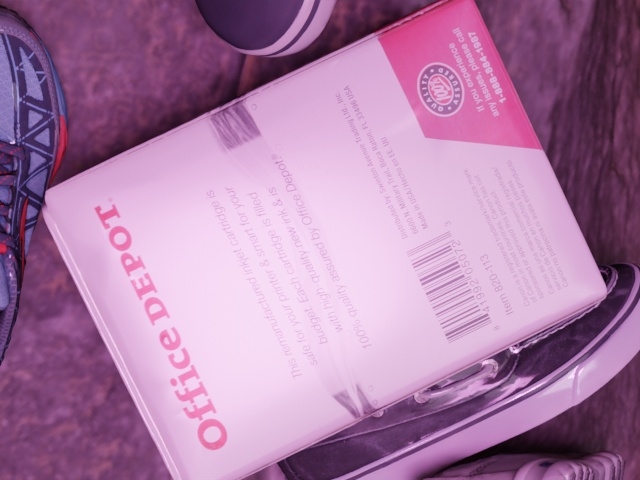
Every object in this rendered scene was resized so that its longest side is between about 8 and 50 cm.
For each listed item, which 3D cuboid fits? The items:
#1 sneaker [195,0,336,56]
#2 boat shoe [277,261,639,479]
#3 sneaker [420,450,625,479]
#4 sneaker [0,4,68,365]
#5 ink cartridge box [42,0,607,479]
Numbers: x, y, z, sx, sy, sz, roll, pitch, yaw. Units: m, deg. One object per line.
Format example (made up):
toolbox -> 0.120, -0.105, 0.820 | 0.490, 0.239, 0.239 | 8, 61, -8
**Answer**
sneaker -> -0.063, -0.255, 0.667 | 0.127, 0.126, 0.321 | -17, 110, -47
boat shoe -> 0.096, 0.082, 0.900 | 0.301, 0.108, 0.102 | -28, 111, 5
sneaker -> 0.152, 0.191, 0.927 | 0.281, 0.115, 0.105 | 40, 62, -62
sneaker -> -0.203, -0.007, 0.753 | 0.104, 0.125, 0.262 | 6, 105, -22
ink cartridge box -> 0.000, 0.000, 0.791 | 0.283, 0.117, 0.207 | -26, 95, -3
